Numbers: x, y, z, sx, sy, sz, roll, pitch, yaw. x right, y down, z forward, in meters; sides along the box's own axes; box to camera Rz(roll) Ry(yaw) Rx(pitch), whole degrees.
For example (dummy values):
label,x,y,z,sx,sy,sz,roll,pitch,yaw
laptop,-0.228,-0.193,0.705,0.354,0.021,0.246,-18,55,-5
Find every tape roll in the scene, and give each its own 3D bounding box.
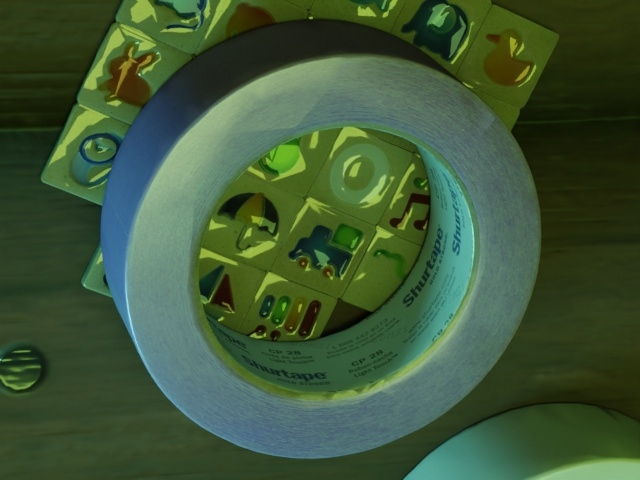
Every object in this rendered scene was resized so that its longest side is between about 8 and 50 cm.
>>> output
label,x,y,z,sx,sy,sz,roll,pitch,yaw
tape roll,0.000,0.000,1.279,0.275,0.090,0.274,-6,113,-15
tape roll,0.172,0.265,1.442,0.286,0.100,0.286,-6,113,-15

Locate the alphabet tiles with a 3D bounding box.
label,x,y,z,sx,sy,sz,roll,pitch,yaw
alphabet tiles,-0.010,-0.090,1.297,0.285,0.011,0.342,22,103,-23
